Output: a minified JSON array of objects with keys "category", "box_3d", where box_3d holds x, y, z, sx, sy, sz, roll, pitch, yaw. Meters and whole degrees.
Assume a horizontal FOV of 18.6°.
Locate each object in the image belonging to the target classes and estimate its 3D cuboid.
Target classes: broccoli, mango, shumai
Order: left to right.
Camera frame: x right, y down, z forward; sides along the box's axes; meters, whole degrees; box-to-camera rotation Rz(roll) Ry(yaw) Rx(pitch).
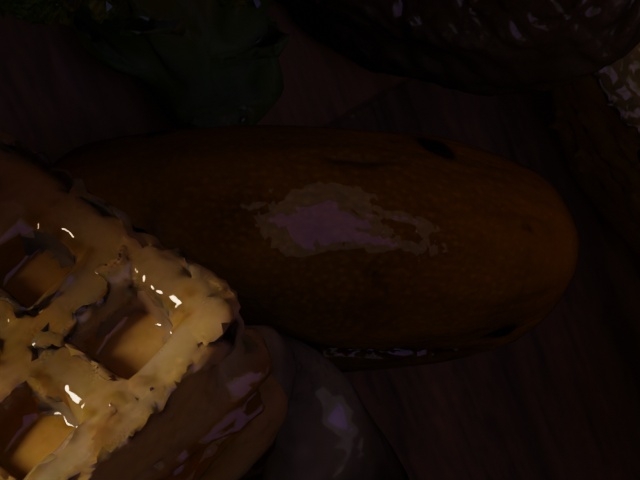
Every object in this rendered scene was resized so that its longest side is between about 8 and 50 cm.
[{"category":"broccoli","box_3d":[-0.067,-0.161,0.934,0.254,0.269,0.269,-39,113,-20]},{"category":"mango","box_3d":[0.002,0.006,1.005,0.295,0.177,0.120,0,80,-31]},{"category":"shumai","box_3d":[0.085,-0.174,1.088,0.185,0.218,0.184,-27,113,-70]}]

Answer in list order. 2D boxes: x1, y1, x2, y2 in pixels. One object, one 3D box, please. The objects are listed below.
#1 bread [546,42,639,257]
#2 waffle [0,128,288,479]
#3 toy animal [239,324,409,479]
[{"category":"bread","box_3d":[0.230,-0.054,1.170,0.143,0.139,0.229,-37,88,-24]},{"category":"waffle","box_3d":[-0.220,0.122,0.811,0.376,0.261,0.114,-48,153,-20]},{"category":"toy animal","box_3d":[-0.014,0.229,0.941,0.302,0.194,0.344,53,24,-43]}]
